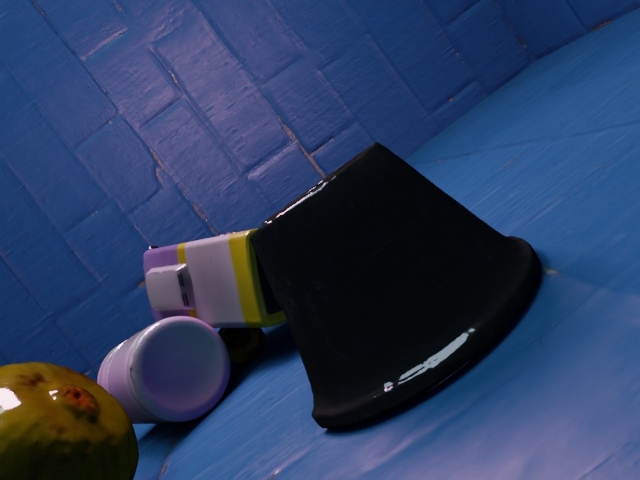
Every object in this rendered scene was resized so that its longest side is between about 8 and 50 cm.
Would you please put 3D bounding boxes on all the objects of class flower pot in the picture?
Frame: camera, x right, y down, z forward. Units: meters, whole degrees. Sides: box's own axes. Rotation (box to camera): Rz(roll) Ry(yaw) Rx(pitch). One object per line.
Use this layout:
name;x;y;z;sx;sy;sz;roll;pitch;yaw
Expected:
flower pot;0.068;0.024;0.772;0.379;0.251;0.379;-36;4;3

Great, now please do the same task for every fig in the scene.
fig;-0.479;0.371;0.915;0.343;0.343;0.343;-37;6;5

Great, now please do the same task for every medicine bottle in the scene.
medicine bottle;-0.351;0.294;1.268;0.212;0.212;0.325;-41;7;-36

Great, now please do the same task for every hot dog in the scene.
hot dog;-0.206;0.237;1.424;0.123;0.093;0.261;-39;7;-17

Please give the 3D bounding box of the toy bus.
toy bus;-0.207;0.085;1.304;0.440;0.209;0.249;-8;3;44
